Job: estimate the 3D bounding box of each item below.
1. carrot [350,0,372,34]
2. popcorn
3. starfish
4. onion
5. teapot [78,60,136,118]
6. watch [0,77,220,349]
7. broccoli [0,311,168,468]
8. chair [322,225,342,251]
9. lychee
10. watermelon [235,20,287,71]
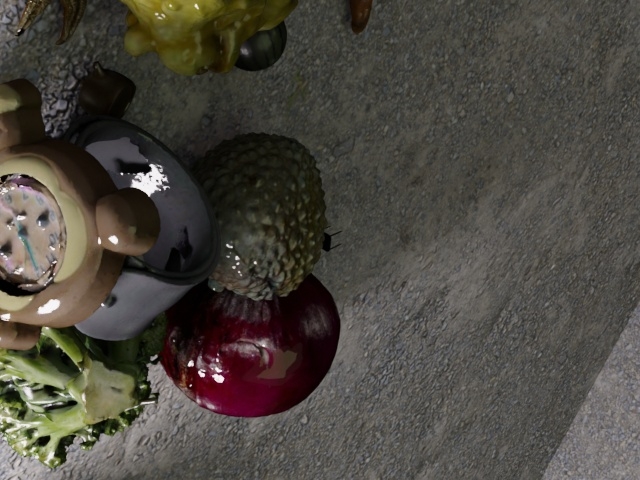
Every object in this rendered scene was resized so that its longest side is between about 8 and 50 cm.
[{"bbox_3d":[0.076,-0.437,1.966,0.061,0.061,0.209,-20,134,-38],"label":"carrot"},{"bbox_3d":[-0.160,-0.349,1.631,0.252,0.215,0.286,-49,164,27],"label":"popcorn"},{"bbox_3d":[-0.332,-0.369,1.577,0.240,0.043,0.227,4,116,-54],"label":"starfish"},{"bbox_3d":[-0.098,0.167,2.064,0.337,0.260,0.282,-5,115,-45],"label":"onion"},{"bbox_3d":[-0.314,-0.206,1.704,0.076,0.068,0.121,-54,171,-38],"label":"teapot"},{"bbox_3d":[-0.310,-0.042,1.627,0.314,0.335,0.327,-39,168,27],"label":"watch"},{"bbox_3d":[-0.352,0.180,1.771,0.304,0.283,0.321,-12,111,-27],"label":"broccoli"},{"bbox_3d":[0.001,0.001,2.216,0.086,0.042,0.037,-21,127,-38],"label":"chair"},{"bbox_3d":[-0.106,-0.039,1.894,0.274,0.255,0.255,-54,143,10],"label":"lychee"},{"bbox_3d":[-0.108,-0.325,1.813,0.105,0.105,0.133,-32,114,-28],"label":"watermelon"}]
